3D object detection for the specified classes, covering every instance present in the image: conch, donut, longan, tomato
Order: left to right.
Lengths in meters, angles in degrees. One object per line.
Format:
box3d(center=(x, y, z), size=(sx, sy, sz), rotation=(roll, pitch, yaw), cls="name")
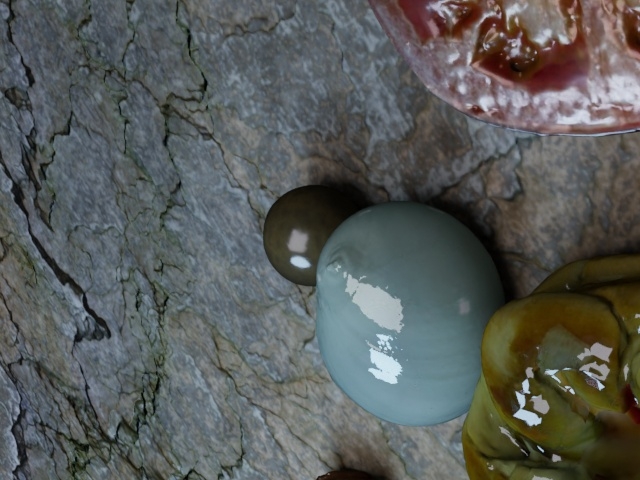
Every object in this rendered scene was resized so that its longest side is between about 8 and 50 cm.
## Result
box3d(center=(0.000, 0.000, 1.180), size=(0.119, 0.106, 0.106), rotation=(34, 151, -34), cls="longan")
box3d(center=(0.077, 0.075, 1.103), size=(0.185, 0.121, 0.221), rotation=(-20, 102, 27), cls="conch")
box3d(center=(0.178, -0.234, 0.842), size=(0.338, 0.143, 0.338), rotation=(23, 130, 31), cls="tomato")
box3d(center=(0.275, 0.180, 0.955), size=(0.360, 0.170, 0.360), rotation=(24, 128, 35), cls="donut")

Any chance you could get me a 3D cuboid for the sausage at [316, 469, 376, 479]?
box3d(center=(0.047, 0.385, 1.334), size=(0.109, 0.109, 0.271), rotation=(-7, 106, 46), cls="sausage")
